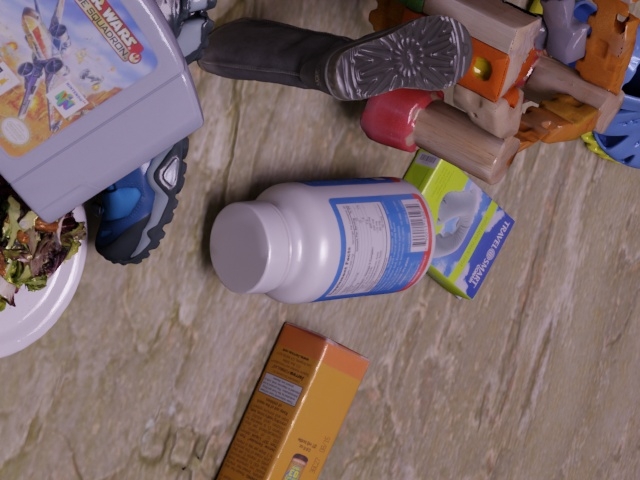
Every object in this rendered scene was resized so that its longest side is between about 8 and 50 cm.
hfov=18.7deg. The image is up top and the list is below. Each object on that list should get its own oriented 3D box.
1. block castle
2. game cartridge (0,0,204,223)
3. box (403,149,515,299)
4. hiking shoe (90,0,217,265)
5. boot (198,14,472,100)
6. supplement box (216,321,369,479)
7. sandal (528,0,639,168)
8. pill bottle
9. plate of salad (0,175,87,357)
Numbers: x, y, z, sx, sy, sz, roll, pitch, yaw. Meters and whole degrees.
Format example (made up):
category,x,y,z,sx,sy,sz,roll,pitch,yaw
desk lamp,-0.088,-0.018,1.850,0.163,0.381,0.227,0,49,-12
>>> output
category,x,y,z,sx,sy,sz,roll,pitch,yaw
block castle,0.197,-0.306,1.958,0.303,0.213,0.453,-26,137,-47
game cartridge,-0.237,-0.169,1.639,0.198,0.062,0.297,-30,122,13
box,0.145,-0.012,2.160,0.178,0.042,0.109,39,77,-43
hiking shoe,-0.188,-0.126,1.772,0.132,0.113,0.304,5,107,-21
boot,0.014,-0.178,1.857,0.190,0.208,0.076,-10,100,-36
supplement box,-0.039,0.210,2.034,0.078,0.080,0.233,29,81,-44
sandal,0.358,-0.171,2.245,0.317,0.138,0.126,36,76,-46
pill bottle,0.000,0.000,1.966,0.221,0.124,0.124,-4,107,-42
plate of salad,-0.285,0.016,1.751,0.200,0.048,0.200,-15,113,-40
